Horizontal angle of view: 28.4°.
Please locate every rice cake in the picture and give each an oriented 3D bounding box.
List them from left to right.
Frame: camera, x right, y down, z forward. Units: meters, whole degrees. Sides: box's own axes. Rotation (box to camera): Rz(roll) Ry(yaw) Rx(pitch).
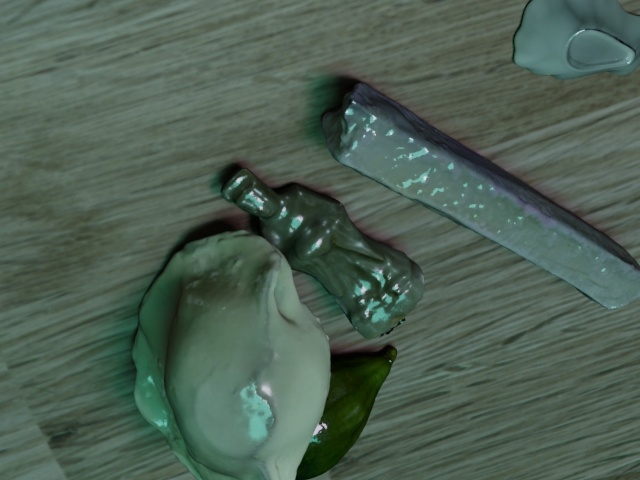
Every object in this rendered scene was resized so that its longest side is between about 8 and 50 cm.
[{"bbox_3d":[0.154,-0.034,1.153,0.399,0.070,0.064,27,114,-31],"label":"rice cake"}]

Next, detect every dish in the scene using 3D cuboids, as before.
[{"bbox_3d":[0.239,-0.171,1.098,0.137,0.039,0.091,10,121,-22],"label":"dish"}]

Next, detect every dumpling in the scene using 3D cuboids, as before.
[{"bbox_3d":[-0.088,0.115,1.130,0.147,0.193,0.258,-15,113,-55],"label":"dumpling"}]

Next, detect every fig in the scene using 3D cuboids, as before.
[{"bbox_3d":[0.009,0.160,1.234,0.177,0.117,0.117,-27,129,-11],"label":"fig"}]

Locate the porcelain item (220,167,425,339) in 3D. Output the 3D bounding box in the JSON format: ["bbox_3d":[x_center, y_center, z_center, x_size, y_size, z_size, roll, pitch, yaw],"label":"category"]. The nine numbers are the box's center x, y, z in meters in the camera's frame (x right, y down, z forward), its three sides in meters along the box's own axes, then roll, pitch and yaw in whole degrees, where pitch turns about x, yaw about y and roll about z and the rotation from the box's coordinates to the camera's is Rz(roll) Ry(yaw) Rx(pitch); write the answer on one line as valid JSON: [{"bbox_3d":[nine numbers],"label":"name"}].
[{"bbox_3d":[0.000,0.000,1.137,0.081,0.069,0.215,-40,122,18],"label":"porcelain item"}]
